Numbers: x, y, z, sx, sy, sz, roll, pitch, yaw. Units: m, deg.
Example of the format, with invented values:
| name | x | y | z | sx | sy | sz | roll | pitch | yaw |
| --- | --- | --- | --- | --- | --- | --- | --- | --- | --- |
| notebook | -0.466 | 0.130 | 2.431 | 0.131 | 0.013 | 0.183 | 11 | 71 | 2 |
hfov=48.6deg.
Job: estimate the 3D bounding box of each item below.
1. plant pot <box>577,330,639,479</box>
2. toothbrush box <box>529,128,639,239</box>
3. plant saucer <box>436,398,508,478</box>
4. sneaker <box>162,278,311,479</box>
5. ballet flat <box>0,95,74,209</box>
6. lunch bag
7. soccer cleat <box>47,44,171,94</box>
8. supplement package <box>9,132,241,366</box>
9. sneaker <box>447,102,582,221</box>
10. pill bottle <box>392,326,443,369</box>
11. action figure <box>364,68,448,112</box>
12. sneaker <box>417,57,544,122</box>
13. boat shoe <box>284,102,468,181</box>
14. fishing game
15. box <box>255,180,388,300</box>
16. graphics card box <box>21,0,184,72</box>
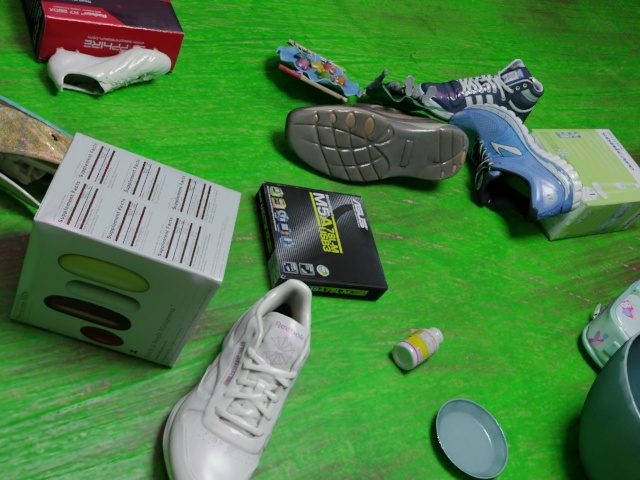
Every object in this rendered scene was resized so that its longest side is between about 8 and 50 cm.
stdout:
| name | x | y | z | sx | sy | sz | roll | pitch | yaw |
| --- | --- | --- | --- | --- | --- | --- | --- | --- | --- |
| plant pot | 0.499 | 0.301 | 1.043 | 0.290 | 0.195 | 0.290 | 17 | 46 | -18 |
| toothbrush box | 0.557 | -0.125 | 1.511 | 0.283 | 0.122 | 0.206 | -8 | 58 | -35 |
| plant saucer | 0.211 | 0.284 | 1.007 | 0.119 | 0.021 | 0.119 | 17 | 47 | -19 |
| sneaker | -0.089 | 0.165 | 0.832 | 0.114 | 0.152 | 0.305 | 29 | 44 | -9 |
| ballet flat | -0.312 | -0.074 | 0.949 | 0.349 | 0.123 | 0.123 | 24 | 44 | -13 |
| lunch bag | 0.601 | 0.211 | 1.251 | 0.224 | 0.108 | 0.279 | -27 | 69 | -40 |
| soccer cleat | -0.332 | -0.266 | 1.131 | 0.196 | 0.068 | 0.076 | -8 | 62 | -28 |
| supplement package | -0.230 | 0.018 | 0.842 | 0.203 | 0.194 | 0.149 | 20 | 44 | -15 |
| sneaker | 0.352 | -0.156 | 1.396 | 0.147 | 0.129 | 0.330 | -24 | 48 | -20 |
| pill bottle | 0.148 | 0.159 | 1.062 | 0.083 | 0.043 | 0.043 | -22 | 66 | -43 |
| action figure | 0.144 | -0.287 | 1.371 | 0.137 | 0.063 | 0.232 | 21 | 5 | -20 |
| sneaker | 0.355 | -0.330 | 1.544 | 0.282 | 0.153 | 0.099 | 11 | 47 | -24 |
| boat shoe | 0.094 | -0.184 | 1.296 | 0.356 | 0.132 | 0.130 | 7 | 24 | -23 |
| fishing game | 0.004 | -0.332 | 1.359 | 0.189 | 0.041 | 0.264 | 27 | 23 | -7 |
| box | 0.000 | 0.000 | 1.112 | 0.184 | 0.045 | 0.190 | 6 | 50 | -25 |
| graphics card box | -0.402 | -0.457 | 1.233 | 0.233 | 0.094 | 0.370 | -3 | 54 | -33 |
